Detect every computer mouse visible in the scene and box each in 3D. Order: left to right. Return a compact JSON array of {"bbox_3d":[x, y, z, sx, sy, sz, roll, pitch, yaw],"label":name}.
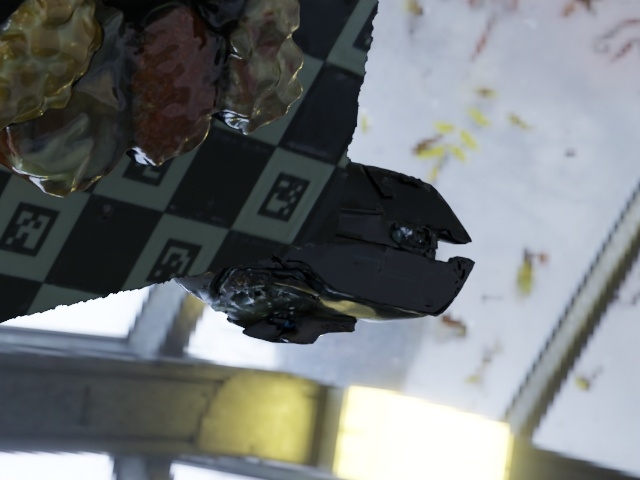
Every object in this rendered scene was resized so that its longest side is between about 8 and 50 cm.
[{"bbox_3d":[0.000,0.000,1.284,0.241,0.077,0.147,3,-105,-16],"label":"computer mouse"}]

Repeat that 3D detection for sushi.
[{"bbox_3d":[-0.067,-0.066,0.799,0.290,0.050,0.264,-16,-49,-37],"label":"sushi"}]
